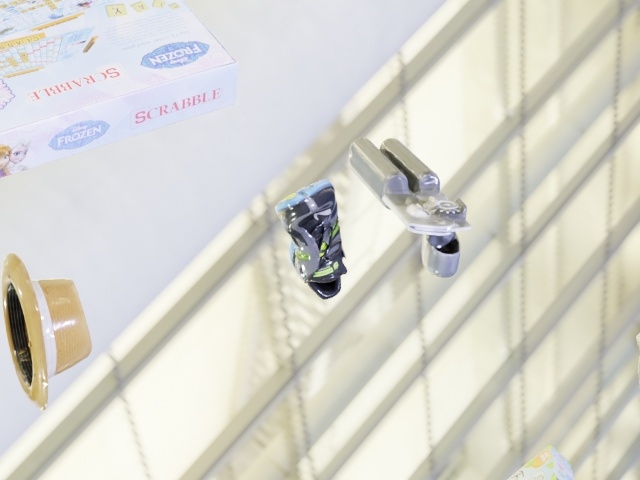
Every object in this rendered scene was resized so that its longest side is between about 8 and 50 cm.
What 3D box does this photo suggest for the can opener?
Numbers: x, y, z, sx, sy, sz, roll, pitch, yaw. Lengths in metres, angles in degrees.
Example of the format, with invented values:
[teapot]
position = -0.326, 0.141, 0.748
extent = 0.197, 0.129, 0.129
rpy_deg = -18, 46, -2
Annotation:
[can opener]
position = 0.097, -0.038, 2.021
extent = 0.283, 0.076, 0.095
rpy_deg = -128, -141, -66

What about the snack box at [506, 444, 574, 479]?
[snack box]
position = 0.196, 0.284, 1.787
extent = 0.037, 0.100, 0.141
rpy_deg = 42, -70, -16

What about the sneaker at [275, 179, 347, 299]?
[sneaker]
position = 0.000, 0.000, 1.830
extent = 0.078, 0.067, 0.188
rpy_deg = 59, -11, 28

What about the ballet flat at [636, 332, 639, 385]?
[ballet flat]
position = 0.387, 0.177, 1.972
extent = 0.052, 0.168, 0.057
rpy_deg = -17, -21, 30

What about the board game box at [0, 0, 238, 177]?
[board game box]
position = -0.306, -0.221, 1.969
extent = 0.318, 0.318, 0.066
rpy_deg = 51, -31, 37

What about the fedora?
[fedora]
position = -0.307, 0.098, 2.002
extent = 0.194, 0.079, 0.194
rpy_deg = 168, -90, -71
